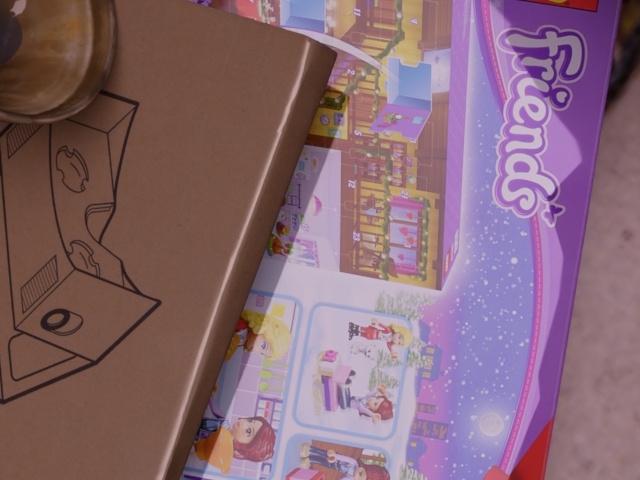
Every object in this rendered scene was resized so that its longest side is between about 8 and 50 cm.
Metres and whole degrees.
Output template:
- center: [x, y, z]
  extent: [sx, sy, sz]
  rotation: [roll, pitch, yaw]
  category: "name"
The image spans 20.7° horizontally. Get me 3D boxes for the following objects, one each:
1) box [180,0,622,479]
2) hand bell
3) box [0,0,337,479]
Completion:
- center: [0.000, 0.000, 0.680]
  extent: [0.201, 0.057, 0.293]
  rotation: [10, 84, 6]
  category: "box"
- center: [-0.206, -0.055, 0.651]
  extent: [0.242, 0.126, 0.126]
  rotation: [-25, 82, 31]
  category: "hand bell"
- center: [-0.098, 0.000, 0.646]
  extent: [0.164, 0.021, 0.201]
  rotation: [20, 88, 27]
  category: "box"
